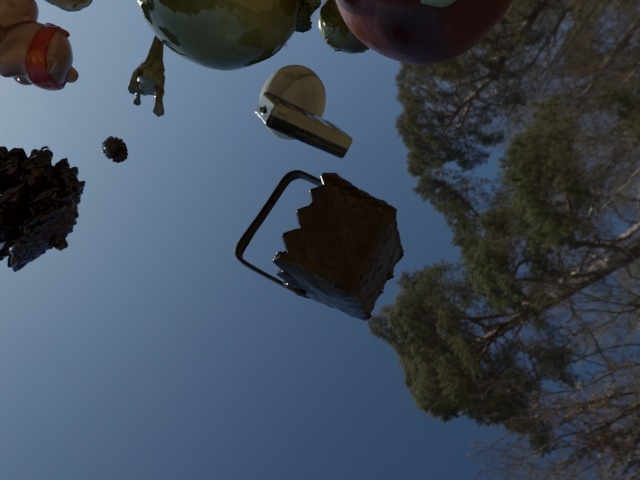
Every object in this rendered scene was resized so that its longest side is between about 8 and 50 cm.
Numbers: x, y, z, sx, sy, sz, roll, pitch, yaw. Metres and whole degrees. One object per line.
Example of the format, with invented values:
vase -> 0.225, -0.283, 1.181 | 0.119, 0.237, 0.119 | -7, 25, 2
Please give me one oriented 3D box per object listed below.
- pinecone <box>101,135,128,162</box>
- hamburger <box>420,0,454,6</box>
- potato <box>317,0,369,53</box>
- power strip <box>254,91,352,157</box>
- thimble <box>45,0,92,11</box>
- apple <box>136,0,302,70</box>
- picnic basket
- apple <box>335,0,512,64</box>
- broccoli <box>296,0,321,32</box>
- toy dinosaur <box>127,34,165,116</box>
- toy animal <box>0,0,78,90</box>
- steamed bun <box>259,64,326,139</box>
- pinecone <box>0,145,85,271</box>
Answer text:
pinecone -> -0.639, -0.283, 1.466 | 0.077, 0.083, 0.077 | -3, -104, 10
hamburger -> 0.178, -0.391, 0.647 | 0.084, 0.054, 0.121 | -10, -84, 0
potato -> 0.114, -0.684, 1.337 | 0.210, 0.308, 0.173 | 6, -156, -43
power strip -> -0.042, -0.290, 1.181 | 0.256, 0.070, 0.105 | 14, -156, -37
thimble -> -0.339, -0.366, 0.600 | 0.102, 0.115, 0.090 | -37, -130, 11
apple -> -0.167, -0.443, 0.810 | 0.292, 0.292, 0.254 | 48, -162, 23
picnic basket -> 0.000, 0.000, 0.998 | 0.320, 0.291, 0.254 | 27, -104, 22
apple -> 0.179, -0.495, 0.824 | 0.348, 0.349, 0.277 | 37, -149, 16
broccoli -> -0.068, -0.645, 1.283 | 0.137, 0.162, 0.146 | -16, -142, -6
toy dinosaur -> -0.366, -0.385, 1.009 | 0.072, 0.251, 0.200 | 4, -125, -17
toy animal -> -0.595, -0.399, 0.956 | 0.171, 0.171, 0.198 | -43, -79, -31
steamed bun -> -0.101, -0.443, 1.493 | 0.231, 0.232, 0.145 | -33, -130, -28
pinecone -> -0.735, -0.096, 1.161 | 0.298, 0.242, 0.296 | -42, -110, 10
